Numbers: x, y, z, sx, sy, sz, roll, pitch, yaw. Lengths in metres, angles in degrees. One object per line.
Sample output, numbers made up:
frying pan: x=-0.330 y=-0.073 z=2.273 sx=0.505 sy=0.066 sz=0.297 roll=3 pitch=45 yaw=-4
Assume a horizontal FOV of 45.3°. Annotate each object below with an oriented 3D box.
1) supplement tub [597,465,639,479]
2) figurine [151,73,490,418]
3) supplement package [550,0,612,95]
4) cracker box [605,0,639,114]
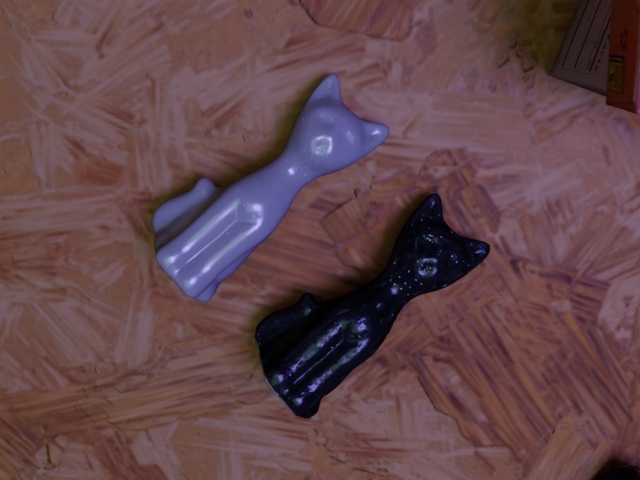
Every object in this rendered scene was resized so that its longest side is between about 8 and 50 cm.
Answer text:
supplement tub: x=0.331 y=0.289 z=0.676 sx=0.198 sy=0.106 sz=0.106 roll=31 pitch=104 yaw=-5
figurine: x=0.000 y=0.000 z=0.633 sx=0.209 sy=0.092 sz=0.215 roll=-40 pitch=99 yaw=4
supplement package: x=0.335 y=-0.163 z=0.534 sx=0.262 sy=0.145 sz=0.204 roll=19 pitch=105 yaw=-2
cracker box: x=0.289 y=-0.154 z=0.428 sx=0.232 sy=0.067 sz=0.155 roll=-1 pitch=105 yaw=4
